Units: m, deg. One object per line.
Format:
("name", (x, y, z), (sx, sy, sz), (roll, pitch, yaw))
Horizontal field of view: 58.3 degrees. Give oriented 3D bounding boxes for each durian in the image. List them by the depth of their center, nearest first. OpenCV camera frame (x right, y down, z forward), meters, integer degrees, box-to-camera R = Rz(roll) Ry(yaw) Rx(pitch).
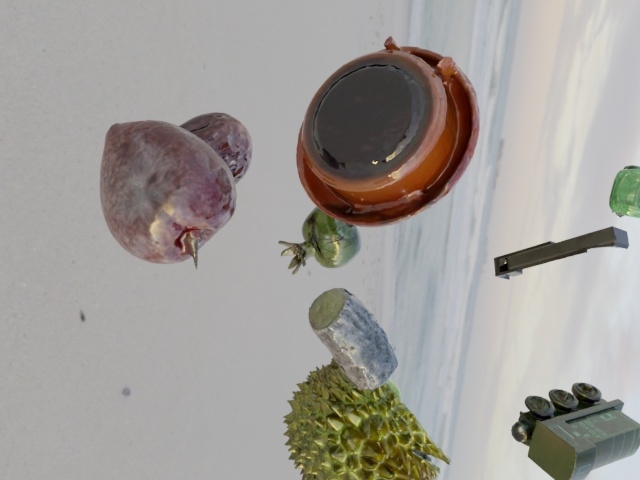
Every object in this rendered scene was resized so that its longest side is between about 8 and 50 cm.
("durian", (0.054, 0.260, 0.748), (0.177, 0.200, 0.237), (-61, -160, -5))

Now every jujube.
("jujube", (-0.257, -0.186, 1.281), (0.243, 0.183, 0.184), (-40, 138, -45))

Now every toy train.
("toy train", (0.559, -0.069, 0.941), (0.081, 0.149, 0.099), (-138, -118, -84))
("toy train", (0.427, 0.313, 0.947), (0.225, 0.137, 0.090), (-5, 112, -28))

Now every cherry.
("cherry", (-0.274, -0.090, 1.013), (0.230, 0.300, 0.203), (-39, 170, 14))

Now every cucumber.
("cucumber", (0.035, 0.100, 0.592), (0.112, 0.064, 0.064), (57, 38, -29))

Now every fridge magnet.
("fridge magnet", (0.109, -0.201, 1.060), (0.155, 0.363, 0.364), (31, 68, -58))

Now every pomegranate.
("pomegranate", (0.000, 0.000, 1.344), (0.131, 0.190, 0.152), (100, -34, -65))

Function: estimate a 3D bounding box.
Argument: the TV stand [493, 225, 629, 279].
("TV stand", (0.445, 0.026, 1.084), (0.048, 0.256, 0.040), (14, 67, -31))
